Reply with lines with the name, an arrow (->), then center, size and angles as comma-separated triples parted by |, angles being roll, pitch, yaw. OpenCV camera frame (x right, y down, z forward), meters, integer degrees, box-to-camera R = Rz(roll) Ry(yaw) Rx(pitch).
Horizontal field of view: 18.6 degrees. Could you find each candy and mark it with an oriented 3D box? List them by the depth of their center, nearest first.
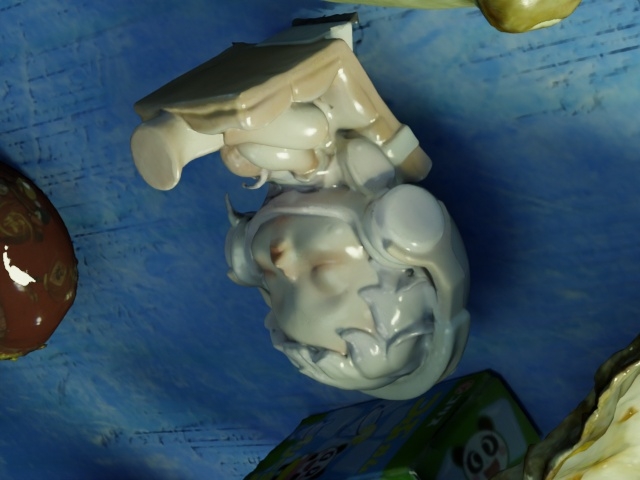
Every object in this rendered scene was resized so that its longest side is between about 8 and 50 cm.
candy -> 0.036, 0.147, 1.228 | 0.194, 0.097, 0.062 | -20, 110, 51

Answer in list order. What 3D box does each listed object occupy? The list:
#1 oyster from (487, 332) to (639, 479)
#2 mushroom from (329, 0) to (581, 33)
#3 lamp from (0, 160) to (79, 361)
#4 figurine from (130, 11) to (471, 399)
oyster -> 0.152, 0.134, 1.056 | 0.396, 0.204, 0.111 | 116, 141, -50
mushroom -> -0.008, -0.173, 0.973 | 0.333, 0.087, 0.107 | 15, 131, 38
lamp -> -0.246, 0.018, 1.336 | 0.157, 0.135, 0.156 | 47, 143, -1
figurine -> 0.003, -0.002, 1.078 | 0.162, 0.141, 0.236 | 4, 128, 47
